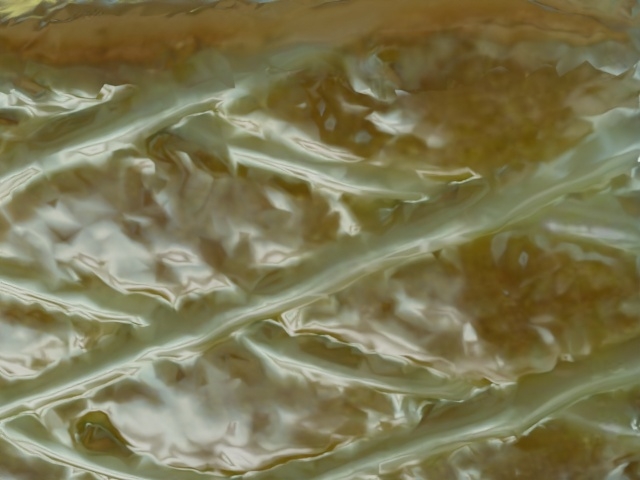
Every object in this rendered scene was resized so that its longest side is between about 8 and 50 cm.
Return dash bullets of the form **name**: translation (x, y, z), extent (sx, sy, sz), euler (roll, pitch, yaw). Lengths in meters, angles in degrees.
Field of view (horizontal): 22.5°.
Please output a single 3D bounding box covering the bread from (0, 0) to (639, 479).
- **bread**: translation (0.000, 0.000, 0.770), extent (0.390, 0.371, 0.279), euler (-5, -150, 16)
